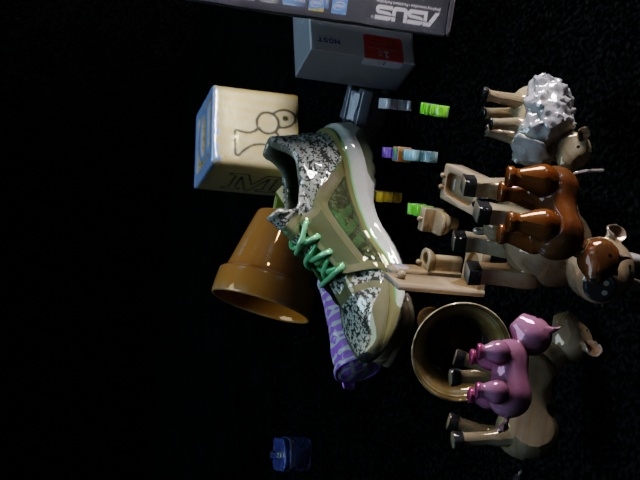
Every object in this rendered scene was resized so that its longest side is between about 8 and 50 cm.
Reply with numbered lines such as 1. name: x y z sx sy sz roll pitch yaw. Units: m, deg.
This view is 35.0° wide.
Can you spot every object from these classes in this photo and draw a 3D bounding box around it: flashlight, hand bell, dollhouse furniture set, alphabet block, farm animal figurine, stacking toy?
1. flashlight: 0.052 -0.116 1.751 0.103 0.103 0.304 27 110 44
2. hand bell: 0.163 0.121 1.364 0.242 0.126 0.126 -123 40 -81
3. dollhouse furniture set: 0.149 -0.021 1.364 0.144 0.123 0.151 -138 54 -68
4. alphabet block: -0.168 -0.221 2.285 0.193 0.197 0.192 144 129 -67
5. farm animal figurine: 0.235 0.038 1.047 0.326 0.172 0.330 -88 6 -53
6. stacking toy: 0.140 -0.130 1.554 0.221 0.052 0.166 -153 67 -69

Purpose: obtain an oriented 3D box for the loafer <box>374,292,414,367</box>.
1. loafer: 0.105 0.142 1.578 0.056 0.050 0.148 -108 28 -50

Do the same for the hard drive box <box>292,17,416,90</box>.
1. hard drive box: 0.051 -0.376 1.671 0.089 0.181 0.232 130 140 -61

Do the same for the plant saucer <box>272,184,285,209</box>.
1. plant saucer: -0.073 -0.021 2.182 0.188 0.045 0.188 -124 42 -62

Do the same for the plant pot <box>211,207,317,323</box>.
1. plant pot: -0.091 0.044 2.016 0.205 0.205 0.187 155 134 -70

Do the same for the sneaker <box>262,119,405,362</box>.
1. sneaker: 0.000 0.000 1.571 0.158 0.182 0.410 -49 48 51

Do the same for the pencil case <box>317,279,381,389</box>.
1. pencil case: 0.044 0.139 1.708 0.088 0.086 0.206 -51 36 39

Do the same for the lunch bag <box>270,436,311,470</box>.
1. lunch bag: -0.063 0.421 2.005 0.098 0.065 0.067 151 122 -68

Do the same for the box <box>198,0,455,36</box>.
1. box: 0.015 -0.476 1.456 0.097 0.395 0.318 -138 55 -70
